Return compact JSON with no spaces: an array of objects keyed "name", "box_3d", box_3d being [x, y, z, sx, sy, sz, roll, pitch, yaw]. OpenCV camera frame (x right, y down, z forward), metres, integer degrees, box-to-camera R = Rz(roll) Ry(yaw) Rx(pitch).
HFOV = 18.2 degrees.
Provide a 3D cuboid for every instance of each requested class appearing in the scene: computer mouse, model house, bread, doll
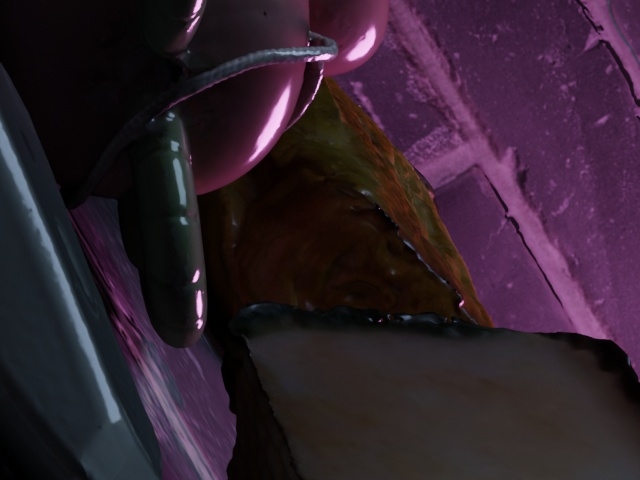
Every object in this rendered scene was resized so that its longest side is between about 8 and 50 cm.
[{"name":"computer mouse","box_3d":[-0.098,0.024,0.635,0.089,0.056,0.182,48,19,-79]},{"name":"model house","box_3d":[0.047,0.140,0.847,0.166,0.182,0.172,-119,-145,-56]},{"name":"bread","box_3d":[-0.006,0.002,1.353,0.195,0.149,0.344,46,10,-23]},{"name":"doll","box_3d":[-0.056,-0.110,0.977,0.268,0.216,0.284,-104,-165,-60]}]

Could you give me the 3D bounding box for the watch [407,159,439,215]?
[{"name":"watch","box_3d":[0.053,0.072,1.632,0.253,0.161,0.241,38,29,-78]}]
